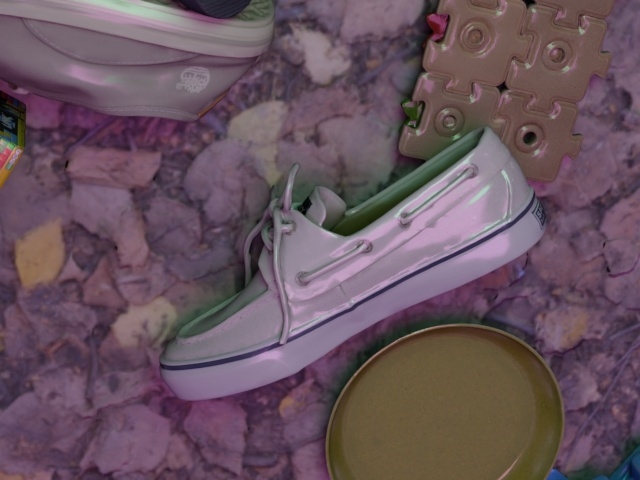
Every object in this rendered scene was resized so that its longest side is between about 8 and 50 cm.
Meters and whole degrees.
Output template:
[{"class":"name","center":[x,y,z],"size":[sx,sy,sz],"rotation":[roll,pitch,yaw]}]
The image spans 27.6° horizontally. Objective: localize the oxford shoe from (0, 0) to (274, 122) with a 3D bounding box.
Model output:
[{"class":"oxford shoe","center":[-0.260,-0.185,1.015],"size":[0.449,0.169,0.130],"rotation":[13,126,-16]}]

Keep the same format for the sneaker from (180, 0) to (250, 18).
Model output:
[{"class":"sneaker","center":[-0.128,-0.320,0.961],"size":[0.112,0.131,0.319],"rotation":[-28,113,-46]}]

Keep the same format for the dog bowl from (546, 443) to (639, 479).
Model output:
[{"class":"dog bowl","center":[0.325,0.272,1.291],"size":[0.297,0.166,0.074],"rotation":[-30,124,1]}]

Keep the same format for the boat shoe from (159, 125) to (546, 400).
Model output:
[{"class":"boat shoe","center":[0.001,0.002,1.128],"size":[0.367,0.136,0.156],"rotation":[-26,108,10]}]

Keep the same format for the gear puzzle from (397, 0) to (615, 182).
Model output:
[{"class":"gear puzzle","center":[0.160,-0.134,1.174],"size":[0.176,0.044,0.338],"rotation":[9,110,-16]}]

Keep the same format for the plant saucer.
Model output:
[{"class":"plant saucer","center":[0.120,0.185,1.281],"size":[0.241,0.037,0.241],"rotation":[-4,110,-11]}]

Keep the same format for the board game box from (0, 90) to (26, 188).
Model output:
[{"class":"board game box","center":[-0.303,-0.035,1.062],"size":[0.048,0.141,0.170],"rotation":[30,101,-20]}]
